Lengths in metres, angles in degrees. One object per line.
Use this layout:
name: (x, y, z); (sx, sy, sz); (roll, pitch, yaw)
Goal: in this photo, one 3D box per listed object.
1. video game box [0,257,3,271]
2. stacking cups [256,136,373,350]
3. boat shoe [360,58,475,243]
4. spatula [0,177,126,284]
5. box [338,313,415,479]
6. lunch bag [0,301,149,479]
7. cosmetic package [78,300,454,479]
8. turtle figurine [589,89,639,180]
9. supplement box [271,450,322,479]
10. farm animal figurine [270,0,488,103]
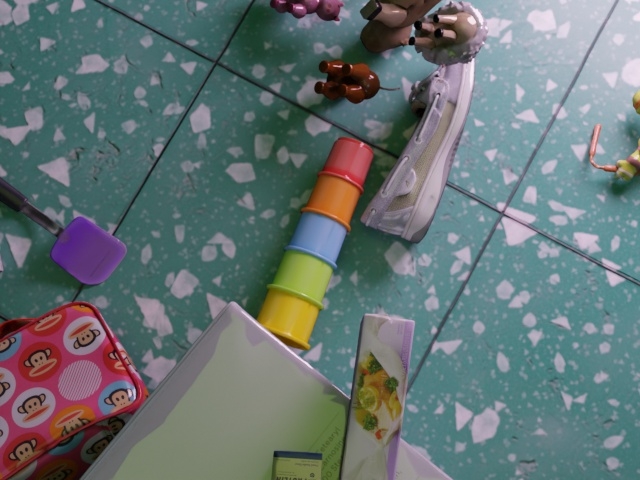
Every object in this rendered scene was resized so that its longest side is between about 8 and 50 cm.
video game box: (-0.579, 0.037, 1.683); (0.205, 0.187, 0.048); (-15, 82, -2)
stacking cups: (0.000, 0.000, 1.728); (0.096, 0.096, 0.316); (22, 79, 5)
boat shoe: (0.153, -0.158, 1.750); (0.103, 0.118, 0.320); (18, 86, 0)
spatula: (-0.431, -0.040, 1.776); (0.296, 0.030, 0.084); (34, 83, 7)
box: (0.057, 0.247, 1.359); (0.063, 0.067, 0.323); (8, 77, 2)
lunch bag: (-0.404, 0.220, 1.646); (0.293, 0.120, 0.258); (-29, 56, -11)
cosmetic package: (-0.059, 0.342, 1.538); (0.394, 0.329, 0.327); (38, 81, 7)
turtle figurine: (0.550, -0.172, 1.758); (0.217, 0.087, 0.269); (39, 81, 8)
supplement box: (-0.028, 0.283, 1.340); (0.056, 0.083, 0.083); (3, 77, 0)
farm animal figurine: (0.095, -0.371, 1.760); (0.327, 0.172, 0.330); (-21, 75, 39)
